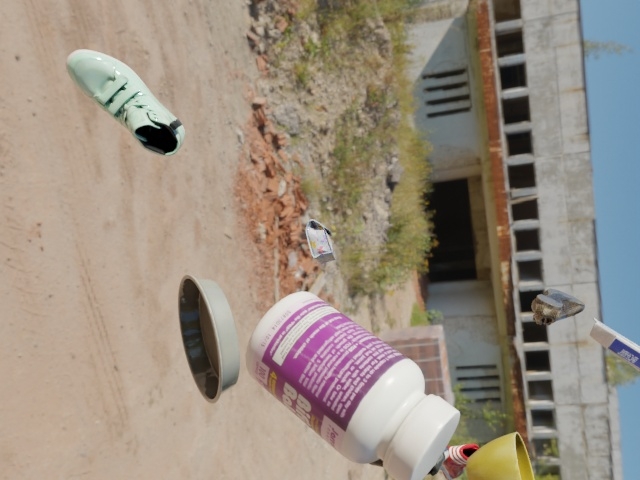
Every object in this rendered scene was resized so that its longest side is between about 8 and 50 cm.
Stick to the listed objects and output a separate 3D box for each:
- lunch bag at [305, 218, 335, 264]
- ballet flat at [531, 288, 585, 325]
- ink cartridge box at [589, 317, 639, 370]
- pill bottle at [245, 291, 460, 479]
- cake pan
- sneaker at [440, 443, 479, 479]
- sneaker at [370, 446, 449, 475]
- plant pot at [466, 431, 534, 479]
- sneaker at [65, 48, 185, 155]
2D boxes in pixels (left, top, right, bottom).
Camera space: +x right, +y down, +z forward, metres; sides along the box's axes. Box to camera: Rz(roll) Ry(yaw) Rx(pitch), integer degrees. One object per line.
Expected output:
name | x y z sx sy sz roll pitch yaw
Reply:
lunch bag | 0.000 0.000 1.133 0.071 0.053 0.083 62 10 -72
ballet flat | 0.524 0.151 1.204 0.250 0.084 0.058 0 112 -54
ink cartridge box | 0.782 0.288 1.332 0.045 0.223 0.224 -58 169 10
pill bottle | 0.044 0.217 0.805 0.169 0.302 0.169 -35 142 -34
cake pan | -0.254 0.216 1.225 0.293 0.054 0.293 25 -60 56
sneaker | 0.434 0.676 1.648 0.221 0.128 0.087 43 41 -50
sneaker | 0.217 0.584 1.438 0.106 0.234 0.078 -39 115 -61
plant pot | 0.311 0.410 0.945 0.134 0.095 0.134 44 37 -47
sneaker | -0.358 -0.257 1.009 0.256 0.094 0.151 38 7 -24
